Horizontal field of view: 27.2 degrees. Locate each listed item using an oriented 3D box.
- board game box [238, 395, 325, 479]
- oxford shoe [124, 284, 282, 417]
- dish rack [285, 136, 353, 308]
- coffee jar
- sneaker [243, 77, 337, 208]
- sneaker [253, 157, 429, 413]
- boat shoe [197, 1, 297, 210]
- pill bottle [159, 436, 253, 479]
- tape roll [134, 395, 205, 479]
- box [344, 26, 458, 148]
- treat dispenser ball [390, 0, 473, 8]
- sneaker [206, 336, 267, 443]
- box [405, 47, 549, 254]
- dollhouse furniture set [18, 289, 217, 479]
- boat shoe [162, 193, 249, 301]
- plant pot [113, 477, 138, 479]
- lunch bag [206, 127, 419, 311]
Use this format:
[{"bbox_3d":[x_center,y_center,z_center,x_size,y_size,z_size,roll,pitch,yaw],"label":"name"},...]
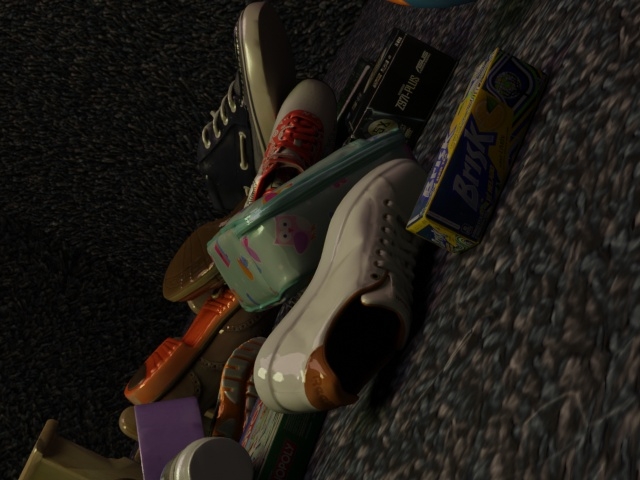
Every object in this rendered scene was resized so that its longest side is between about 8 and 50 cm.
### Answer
[{"bbox_3d":[-0.045,0.207,1.460,0.213,0.046,0.317,-52,13,54],"label":"board game box"},{"bbox_3d":[-0.122,0.142,1.982,0.363,0.133,0.130,-44,13,-6],"label":"oxford shoe"},{"bbox_3d":[0.000,0.000,1.775,0.208,0.074,0.271,-64,6,-20],"label":"dish rack"},{"bbox_3d":[0.056,-0.180,1.999,0.184,0.079,0.096,-62,14,10],"label":"coffee jar"},{"bbox_3d":[-0.033,-0.108,1.777,0.145,0.090,0.270,137,156,-77],"label":"sneaker"},{"bbox_3d":[0.059,0.041,1.219,0.123,0.106,0.290,-5,47,47],"label":"sneaker"},{"bbox_3d":[-0.117,-0.180,1.934,0.127,0.158,0.341,-59,-36,-55],"label":"boat shoe"},{"bbox_3d":[-0.114,0.241,1.334,0.078,0.078,0.137,-66,8,-22],"label":"pill bottle"},{"bbox_3d":[-0.179,0.290,1.629,0.189,0.080,0.189,172,90,-80],"label":"tape roll"},{"bbox_3d":[0.101,-0.192,1.717,0.147,0.077,0.180,-62,7,10],"label":"box"},{"bbox_3d":[0.123,-0.399,1.442,0.288,0.288,0.288,-62,7,13],"label":"treat dispenser ball"},{"bbox_3d":[-0.103,0.220,1.698,0.083,0.084,0.215,118,174,-57],"label":"sneaker"},{"bbox_3d":[0.135,-0.076,1.139,0.169,0.054,0.059,-66,7,-15],"label":"box"},{"bbox_3d":[-0.303,0.298,2.154,0.362,0.256,0.394,-57,9,40],"label":"dollhouse furniture set"},{"bbox_3d":[-0.117,0.014,1.941,0.285,0.089,0.105,-34,40,28],"label":"boat shoe"},{"bbox_3d":[-0.318,0.461,1.885,0.229,0.263,0.263,-41,15,20],"label":"plant pot"},{"bbox_3d":[0.000,-0.022,1.440,0.224,0.108,0.279,-33,1,-15],"label":"lunch bag"}]
